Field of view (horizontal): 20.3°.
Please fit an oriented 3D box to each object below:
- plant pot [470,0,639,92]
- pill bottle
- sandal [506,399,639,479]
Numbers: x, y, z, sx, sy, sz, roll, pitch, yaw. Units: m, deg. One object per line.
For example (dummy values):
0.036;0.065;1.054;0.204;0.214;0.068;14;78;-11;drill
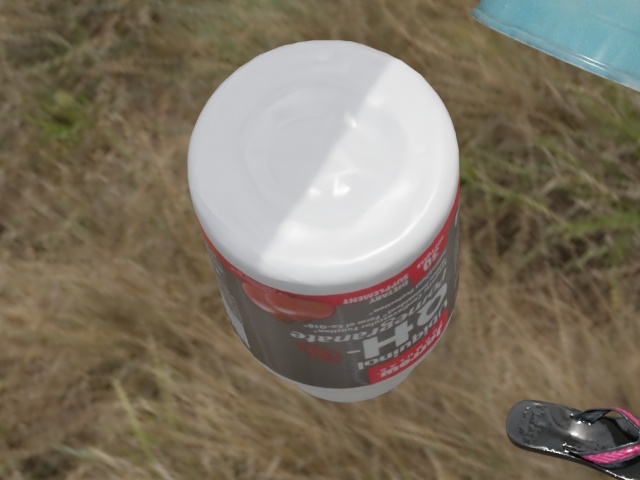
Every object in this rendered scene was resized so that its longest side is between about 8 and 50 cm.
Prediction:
0.323;-0.290;1.774;0.272;0.272;0.255;31;104;37;plant pot
0.011;0.006;1.272;0.176;0.318;0.176;-2;67;4;pill bottle
0.262;0.182;1.659;0.179;0.040;0.067;10;58;6;sandal
